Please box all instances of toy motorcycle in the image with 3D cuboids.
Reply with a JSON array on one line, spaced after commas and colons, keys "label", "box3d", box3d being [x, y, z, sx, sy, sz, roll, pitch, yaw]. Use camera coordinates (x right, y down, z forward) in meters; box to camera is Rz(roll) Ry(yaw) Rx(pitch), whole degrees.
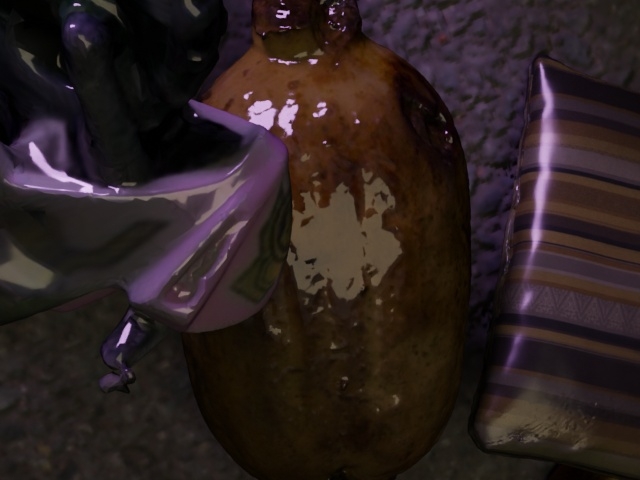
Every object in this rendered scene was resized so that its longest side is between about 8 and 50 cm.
[{"label": "toy motorcycle", "box3d": [-0.141, -0.008, 0.613, 0.327, 0.143, 0.188, -30, 113, 31]}]

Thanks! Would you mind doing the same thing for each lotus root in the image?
[{"label": "lotus root", "box3d": [0.000, 0.000, 0.713, 0.145, 0.128, 0.260, -8, 101, -15]}]

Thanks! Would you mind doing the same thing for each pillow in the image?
[{"label": "pillow", "box3d": [0.188, 0.027, 0.770, 0.208, 0.052, 0.212, 15, 72, -12]}]

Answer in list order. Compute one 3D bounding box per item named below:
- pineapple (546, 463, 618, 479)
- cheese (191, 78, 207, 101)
[{"label": "pineapple", "box3d": [0.166, 0.193, 0.810, 0.135, 0.079, 0.233, 44, 88, -15]}, {"label": "cheese", "box3d": [-0.154, -0.079, 0.696, 0.189, 0.074, 0.286, 25, 108, -13]}]
